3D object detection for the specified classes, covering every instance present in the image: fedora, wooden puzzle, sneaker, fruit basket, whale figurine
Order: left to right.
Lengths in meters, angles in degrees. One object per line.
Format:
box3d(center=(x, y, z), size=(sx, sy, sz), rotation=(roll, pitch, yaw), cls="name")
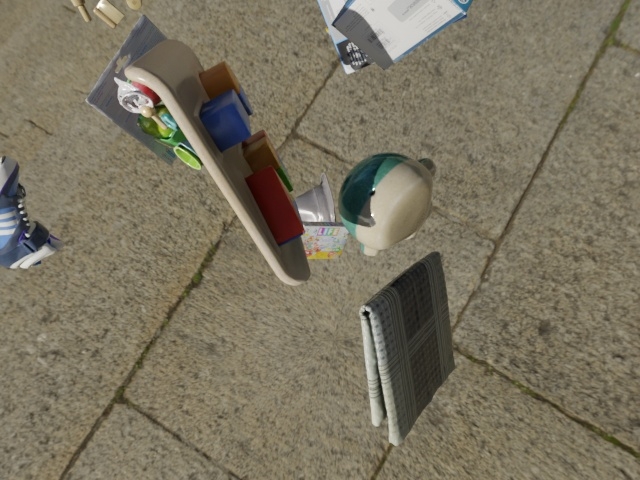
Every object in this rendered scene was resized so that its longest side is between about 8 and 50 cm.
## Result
box3d(center=(-0.840, -0.062, 1.267), size=(0.322, 0.236, 0.130), rotation=(-56, 42, 13), cls="sneaker")
box3d(center=(-0.531, -0.469, 1.441), size=(0.166, 0.353, 0.326), rotation=(17, 76, 39), cls="fruit basket")
box3d(center=(-0.117, -0.141, 0.672), size=(0.081, 0.322, 0.347), rotation=(-30, 120, 7), cls="wooden puzzle")
box3d(center=(-0.021, -0.073, 1.421), size=(0.125, 0.275, 0.243), rotation=(-13, 58, -2), cls="fedora")
box3d(center=(0.131, -0.074, 0.854), size=(0.141, 0.272, 0.216), rotation=(38, 102, 24), cls="whale figurine")

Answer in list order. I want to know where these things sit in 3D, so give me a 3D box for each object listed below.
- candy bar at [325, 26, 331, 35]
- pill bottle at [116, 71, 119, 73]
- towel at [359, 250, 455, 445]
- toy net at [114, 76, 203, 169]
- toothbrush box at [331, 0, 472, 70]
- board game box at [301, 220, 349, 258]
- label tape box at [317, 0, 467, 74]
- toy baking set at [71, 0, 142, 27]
box3d(center=(0.069, -0.784, 1.687), size=(0.018, 0.040, 0.161), rotation=(-54, 43, 6), cls="candy bar")
box3d(center=(-0.656, -0.494, 1.461), size=(0.086, 0.086, 0.151), rotation=(23, 71, 7), cls="pill bottle")
box3d(center=(0.194, 0.219, 0.957), size=(0.056, 0.312, 0.323), rotation=(2, 110, 39), cls="towel")
box3d(center=(-0.319, -0.237, 0.885), size=(0.232, 0.122, 0.045), rotation=(38, 74, -15), cls="toy net")
box3d(center=(0.174, -0.450, 0.691), size=(0.126, 0.216, 0.295), rotation=(33, 77, -19), cls="toothbrush box")
box3d(center=(0.000, 0.000, 1.179), size=(0.154, 0.103, 0.026), rotation=(0, 33, -35), cls="board game box")
box3d(center=(0.183, -0.629, 1.167), size=(0.348, 0.115, 0.249), rotation=(-17, 116, 19), cls="label tape box")
box3d(center=(-0.539, -0.656, 1.073), size=(0.197, 0.256, 0.030), rotation=(-19, 41, 5), cls="toy baking set")
